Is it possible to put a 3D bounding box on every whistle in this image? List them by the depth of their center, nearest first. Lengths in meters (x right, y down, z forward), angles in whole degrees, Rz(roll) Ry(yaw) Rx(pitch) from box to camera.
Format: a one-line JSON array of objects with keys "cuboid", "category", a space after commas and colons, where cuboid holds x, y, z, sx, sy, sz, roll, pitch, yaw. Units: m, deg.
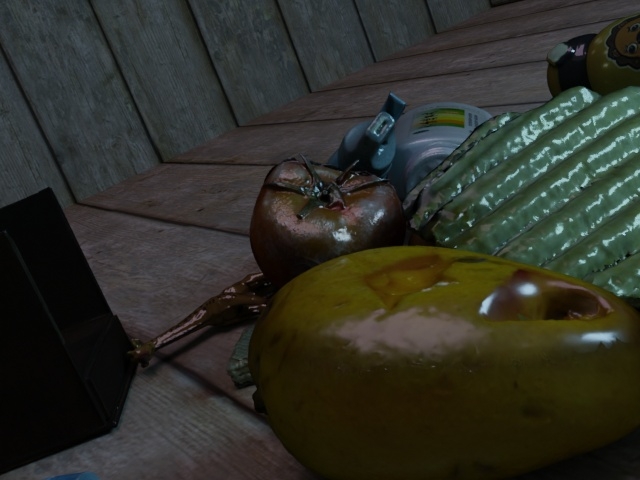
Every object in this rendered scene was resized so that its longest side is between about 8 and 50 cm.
[{"cuboid": [0.061, -0.116, 1.266, 0.186, 0.093, 0.274, -49, -5, -17], "category": "whistle"}]

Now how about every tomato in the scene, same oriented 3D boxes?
[{"cuboid": [0.000, 0.000, 1.137, 0.213, 0.181, 0.155, 8, 35, 13], "category": "tomato"}]

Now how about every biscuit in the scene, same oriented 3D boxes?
[{"cuboid": [-0.014, 0.117, 1.060, 0.199, 0.041, 0.121, -18, 15, 13], "category": "biscuit"}]

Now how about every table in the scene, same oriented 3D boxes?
[{"cuboid": [-0.398, 0.110, 1.130, 0.196, 0.282, 0.250, -21, 16, 3], "category": "table"}]

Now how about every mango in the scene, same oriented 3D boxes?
[{"cuboid": [0.105, 0.109, 0.732, 0.364, 0.182, 0.253, 0, 22, 27], "category": "mango"}]

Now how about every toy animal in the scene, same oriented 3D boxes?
[{"cuboid": [-0.144, 0.106, 1.229, 0.275, 0.054, 0.149, -19, 20, 1], "category": "toy animal"}]

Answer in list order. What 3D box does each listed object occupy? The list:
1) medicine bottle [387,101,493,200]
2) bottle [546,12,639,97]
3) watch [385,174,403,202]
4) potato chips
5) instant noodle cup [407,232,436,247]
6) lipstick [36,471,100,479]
[{"cuboid": [0.201, -0.134, 1.384, 0.179, 0.124, 0.324, 3, 24, 9], "category": "medicine bottle"}, {"cuboid": [0.551, -0.304, 1.461, 0.171, 0.172, 0.351, -34, 18, -36], "category": "bottle"}, {"cuboid": [0.070, -0.061, 1.468, 0.192, 0.068, 0.206, -22, 15, 0], "category": "watch"}, {"cuboid": [0.308, -0.060, 0.986, 0.429, 0.070, 0.358, -31, 43, -20], "category": "potato chips"}, {"cuboid": [0.218, -0.024, 1.122, 0.273, 0.091, 0.274, -19, 16, 6], "category": "instant noodle cup"}, {"cuboid": [-0.306, 0.278, 0.902, 0.157, 0.048, 0.048, -15, 18, 24], "category": "lipstick"}]
